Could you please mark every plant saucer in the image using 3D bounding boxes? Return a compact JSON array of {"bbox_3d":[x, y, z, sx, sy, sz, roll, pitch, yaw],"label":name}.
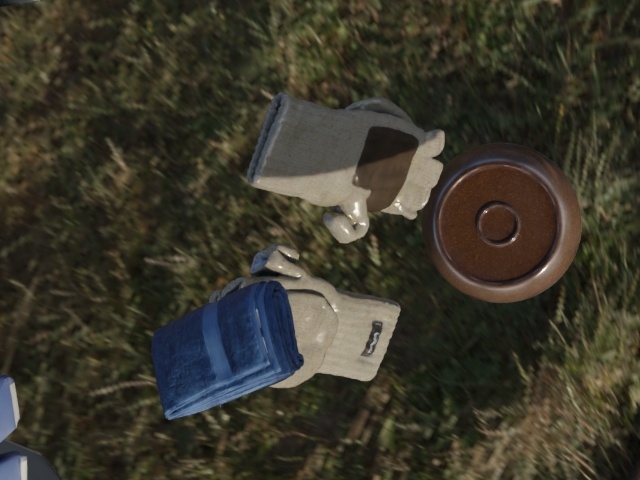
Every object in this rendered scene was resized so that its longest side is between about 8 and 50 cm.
[{"bbox_3d":[0.187,-0.017,1.661,0.168,0.029,0.169,1,94,11],"label":"plant saucer"}]

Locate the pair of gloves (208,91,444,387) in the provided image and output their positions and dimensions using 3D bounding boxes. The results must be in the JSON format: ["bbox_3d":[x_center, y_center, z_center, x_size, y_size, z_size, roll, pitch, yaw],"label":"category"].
[{"bbox_3d":[0.000,0.000,1.250,0.042,0.204,0.240,29,109,41],"label":"pair of gloves"}]

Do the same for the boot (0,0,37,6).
[{"bbox_3d":[-0.222,-0.327,0.799,0.367,0.445,0.146,-26,29,-27],"label":"boot"}]

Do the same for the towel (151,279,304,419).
[{"bbox_3d":[-0.064,0.072,1.042,0.119,0.029,0.067,-25,73,40],"label":"towel"}]

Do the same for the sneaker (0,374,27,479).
[{"bbox_3d":[-0.191,0.180,0.621,0.127,0.182,0.316,-26,81,38],"label":"sneaker"}]

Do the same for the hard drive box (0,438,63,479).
[{"bbox_3d":[-0.252,0.173,0.822,0.181,0.232,0.089,-50,51,3],"label":"hard drive box"}]
